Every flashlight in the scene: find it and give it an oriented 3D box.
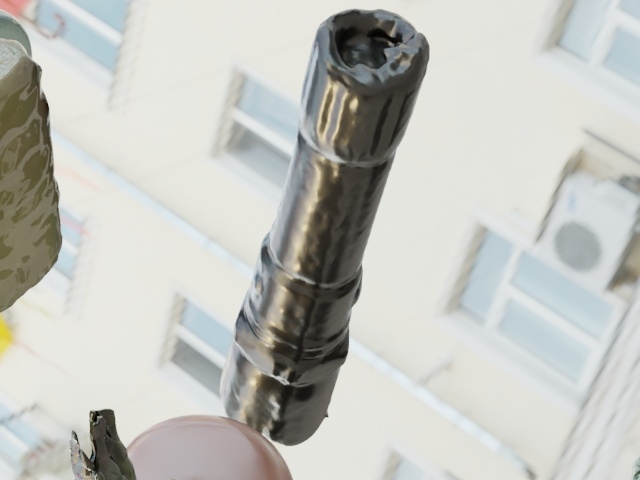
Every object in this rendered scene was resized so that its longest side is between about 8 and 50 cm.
[{"bbox_3d":[0.000,0.000,1.178,0.103,0.103,0.424,-36,-25,-37],"label":"flashlight"}]

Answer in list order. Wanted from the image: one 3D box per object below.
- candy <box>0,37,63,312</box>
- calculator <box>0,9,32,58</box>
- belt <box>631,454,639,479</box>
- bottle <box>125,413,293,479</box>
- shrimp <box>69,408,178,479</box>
[{"bbox_3d":[-0.291,0.020,0.843,0.321,0.135,0.179,-46,-23,-28],"label":"candy"},{"bbox_3d":[-0.333,-0.075,1.350,0.184,0.042,0.295,-23,-30,-49],"label":"calculator"},{"bbox_3d":[0.334,0.176,1.304,0.325,0.122,0.260,-40,-27,-51],"label":"belt"},{"bbox_3d":[-0.102,0.271,1.194,0.206,0.173,0.297,-36,-28,-32],"label":"bottle"},{"bbox_3d":[-0.136,0.297,0.795,0.272,0.085,0.445,-3,-75,-18],"label":"shrimp"}]
